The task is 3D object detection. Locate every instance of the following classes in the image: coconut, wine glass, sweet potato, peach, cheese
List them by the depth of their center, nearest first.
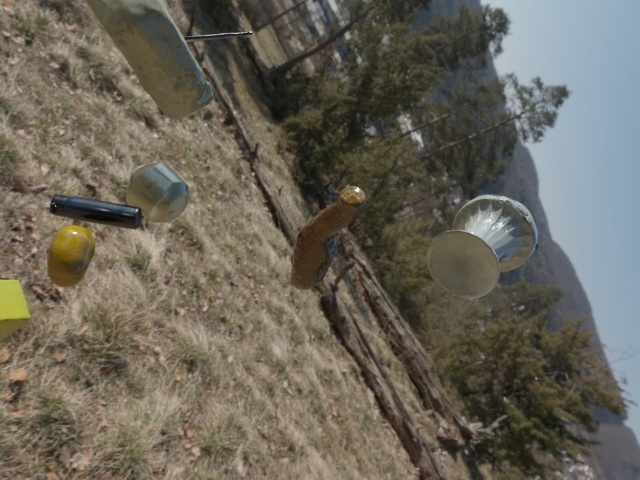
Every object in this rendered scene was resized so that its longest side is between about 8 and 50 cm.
[{"bbox_3d":[0.300,0.009,0.765,0.197,0.165,0.164,-25,96,-47],"label":"wine glass"},{"bbox_3d":[-0.332,-0.390,0.779,0.318,0.115,0.326,53,-7,49],"label":"cheese"},{"bbox_3d":[0.000,0.000,0.918,0.109,0.385,0.109,11,51,-14],"label":"sweet potato"},{"bbox_3d":[-0.685,0.044,1.118,0.103,0.179,0.179,13,55,-25],"label":"peach"},{"bbox_3d":[-0.600,-0.182,1.483,0.222,0.202,0.202,39,24,6],"label":"coconut"}]

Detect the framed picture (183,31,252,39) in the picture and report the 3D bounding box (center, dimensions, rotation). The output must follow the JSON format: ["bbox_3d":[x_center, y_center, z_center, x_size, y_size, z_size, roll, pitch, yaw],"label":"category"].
[{"bbox_3d":[-0.430,-0.683,1.384,0.324,0.244,0.013,-26,122,-36],"label":"framed picture"}]

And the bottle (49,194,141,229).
[{"bbox_3d":[-0.675,-0.088,1.228,0.082,0.245,0.072,-109,-149,-64],"label":"bottle"}]

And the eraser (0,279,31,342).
[{"bbox_3d":[-0.332,0.072,0.333,0.045,0.097,0.122,63,15,14],"label":"eraser"}]
